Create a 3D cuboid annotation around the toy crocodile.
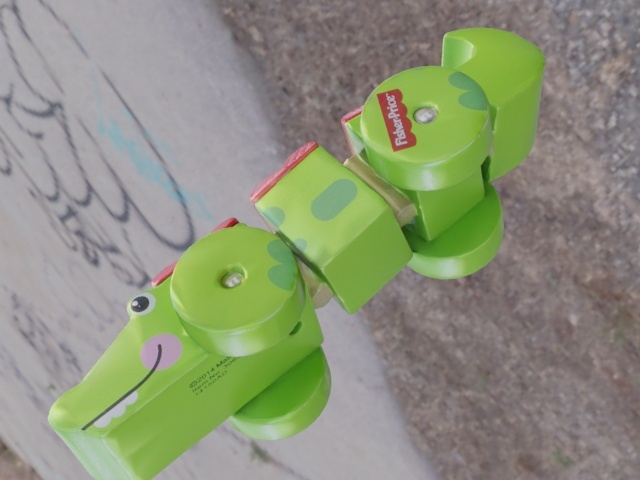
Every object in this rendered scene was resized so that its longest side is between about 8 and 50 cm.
[{"bbox_3d":[0.000,0.000,0.569,0.105,0.340,0.115,41,165,33],"label":"toy crocodile"}]
